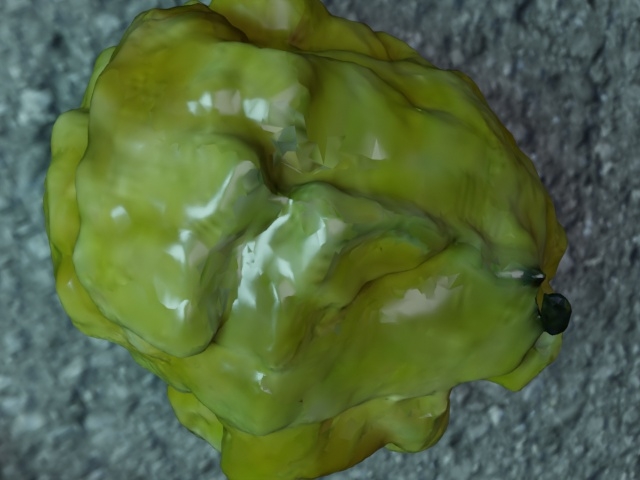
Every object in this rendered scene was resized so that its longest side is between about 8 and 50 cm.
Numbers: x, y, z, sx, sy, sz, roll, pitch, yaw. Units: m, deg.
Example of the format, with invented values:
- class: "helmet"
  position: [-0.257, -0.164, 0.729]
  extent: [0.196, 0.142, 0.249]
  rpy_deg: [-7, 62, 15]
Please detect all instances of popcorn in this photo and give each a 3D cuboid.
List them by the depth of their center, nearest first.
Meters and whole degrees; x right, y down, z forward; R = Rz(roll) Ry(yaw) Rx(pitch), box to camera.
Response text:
- class: "popcorn"
  position: [0.000, 0.000, 0.450]
  extent: [0.286, 0.215, 0.252]
  rpy_deg: [10, 85, -29]
